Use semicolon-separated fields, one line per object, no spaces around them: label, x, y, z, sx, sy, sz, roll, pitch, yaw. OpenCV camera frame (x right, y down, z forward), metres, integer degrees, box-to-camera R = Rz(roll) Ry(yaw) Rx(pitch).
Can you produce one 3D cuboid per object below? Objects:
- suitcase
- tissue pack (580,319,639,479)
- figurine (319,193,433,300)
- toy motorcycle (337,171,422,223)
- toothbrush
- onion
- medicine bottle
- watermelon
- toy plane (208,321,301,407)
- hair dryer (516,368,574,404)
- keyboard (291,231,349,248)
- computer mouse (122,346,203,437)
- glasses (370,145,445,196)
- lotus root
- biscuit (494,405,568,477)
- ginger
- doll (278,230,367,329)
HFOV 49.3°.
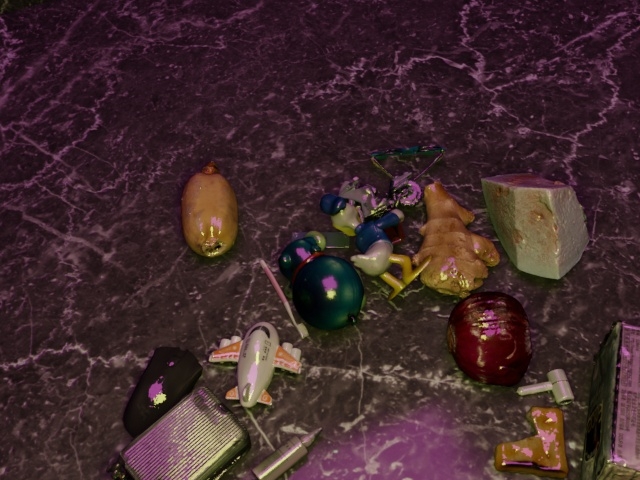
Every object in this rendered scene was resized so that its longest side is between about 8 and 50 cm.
suitcase;-0.330;0.515;1.676;0.312;0.128;0.202;-38;62;-23
tissue pack;0.700;0.406;1.634;0.122;0.259;0.361;12;58;15
figurine;0.149;-0.031;1.951;0.338;0.204;0.283;39;36;1
toy motorcycle;0.166;-0.135;2.109;0.270;0.106;0.159;-24;76;-1
toothbrush;-0.106;0.161;1.981;0.025;0.020;0.286;-23;58;-16
onion;0.437;0.255;1.787;0.216;0.207;0.206;-4;52;7
medicine bottle;-0.074;0.521;1.705;0.199;0.057;0.057;-34;60;-19
watermelon;0.623;-0.082;1.978;0.228;0.258;0.387;-19;60;-8
toy plane;-0.168;0.319;1.815;0.244;0.117;0.245;-2;55;3
hair dryer;0.570;0.383;1.786;0.137;0.047;0.082;-10;56;2
keyboard;0.000;0.000;2.093;0.176;0.014;0.055;0;56;2
computer mouse;-0.410;0.382;1.804;0.147;0.088;0.264;17;55;11
glasses;0.285;-0.226;2.186;0.239;0.102;0.207;-7;55;-3
lotus root;-0.335;-0.099;2.098;0.169;0.151;0.343;2;49;-15
biscuit;0.520;0.488;1.717;0.174;0.039;0.183;6;55;9
ginger;0.391;-0.011;1.994;0.236;0.166;0.375;1;66;20
doll;-0.003;0.119;1.899;0.186;0.198;0.322;-4;36;-46
